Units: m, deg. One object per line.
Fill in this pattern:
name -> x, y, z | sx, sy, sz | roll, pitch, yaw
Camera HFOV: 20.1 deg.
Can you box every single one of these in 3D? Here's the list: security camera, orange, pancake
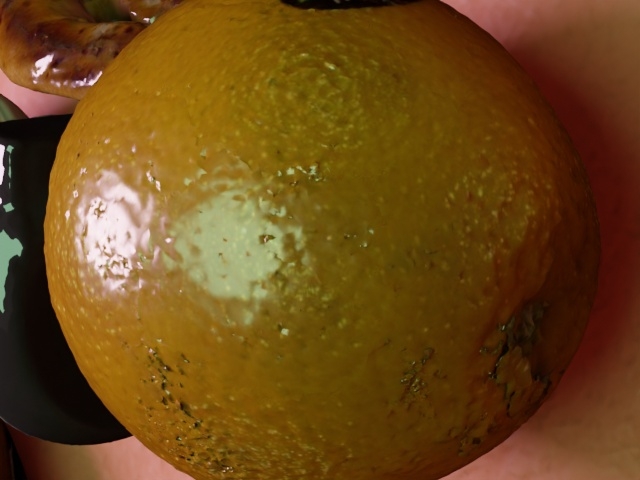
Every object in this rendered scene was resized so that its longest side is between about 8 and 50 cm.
security camera -> -0.196, 0.001, 1.095 | 0.277, 0.197, 0.191 | 17, 110, 42
orange -> 0.000, 0.000, 0.895 | 0.274, 0.274, 0.274 | 2, 93, 37
pancake -> -0.109, -0.186, 1.069 | 0.244, 0.057, 0.266 | -44, 45, 12

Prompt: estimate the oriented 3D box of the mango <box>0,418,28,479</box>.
mango -> -0.263, 0.195, 1.188 | 0.156, 0.151, 0.249 | 174, 80, -73
